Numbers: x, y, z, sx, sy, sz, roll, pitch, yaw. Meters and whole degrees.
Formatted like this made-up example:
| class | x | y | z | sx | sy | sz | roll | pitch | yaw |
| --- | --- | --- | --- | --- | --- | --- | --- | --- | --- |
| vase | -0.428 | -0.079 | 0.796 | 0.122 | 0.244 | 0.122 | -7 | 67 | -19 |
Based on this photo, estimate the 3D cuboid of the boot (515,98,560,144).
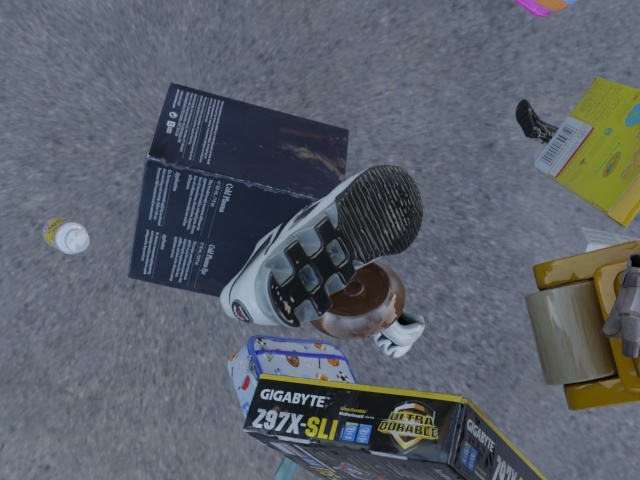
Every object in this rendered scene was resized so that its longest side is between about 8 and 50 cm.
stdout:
| class | x | y | z | sx | sy | sz | roll | pitch | yaw |
| --- | --- | --- | --- | --- | --- | --- | --- | --- | --- |
| boot | 0.499 | -0.259 | 1.850 | 0.099 | 0.121 | 0.045 | 14 | 135 | -23 |

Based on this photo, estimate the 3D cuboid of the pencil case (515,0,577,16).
| class | x | y | z | sx | sy | sz | roll | pitch | yaw |
| --- | --- | --- | --- | --- | --- | --- | --- | --- | --- |
| pencil case | 0.094 | -0.244 | 0.577 | 0.236 | 0.104 | 0.104 | 22 | 93 | -15 |

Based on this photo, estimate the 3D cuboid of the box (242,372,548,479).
| class | x | y | z | sx | sy | sz | roll | pitch | yaw |
| --- | --- | --- | --- | --- | --- | --- | --- | --- | --- |
| box | 0.103 | 0.260 | 0.970 | 0.322 | 0.257 | 0.079 | 46 | 55 | -46 |

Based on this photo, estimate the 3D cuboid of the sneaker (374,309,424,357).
| class | x | y | z | sx | sy | sz | roll | pitch | yaw |
| --- | --- | --- | --- | --- | --- | --- | --- | --- | --- |
| sneaker | 0.109 | 0.144 | 1.877 | 0.292 | 0.110 | 0.118 | 33 | 133 | -8 |

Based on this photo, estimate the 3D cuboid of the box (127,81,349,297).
| class | x | y | z | sx | sy | sz | roll | pitch | yaw |
| --- | --- | --- | --- | --- | --- | --- | --- | --- | --- |
| box | -0.149 | -0.059 | 1.427 | 0.313 | 0.343 | 0.178 | 15 | 51 | -9 |

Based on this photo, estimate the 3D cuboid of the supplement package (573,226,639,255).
| class | x | y | z | sx | sy | sz | roll | pitch | yaw |
| --- | --- | --- | --- | --- | --- | --- | --- | --- | --- |
| supplement package | 0.598 | 0.093 | 1.703 | 0.149 | 0.203 | 0.194 | 12 | 103 | 11 |

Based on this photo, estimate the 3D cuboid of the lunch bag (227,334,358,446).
| class | x | y | z | sx | sy | sz | roll | pitch | yaw |
| --- | --- | --- | --- | --- | --- | --- | --- | --- | --- |
| lunch bag | -0.049 | 0.312 | 1.743 | 0.303 | 0.243 | 0.115 | 14 | 132 | -43 |

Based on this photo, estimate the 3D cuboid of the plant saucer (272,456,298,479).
| class | x | y | z | sx | sy | sz | roll | pitch | yaw |
| --- | --- | --- | --- | --- | --- | --- | --- | --- | --- |
| plant saucer | -0.041 | 0.321 | 1.218 | 0.021 | 0.119 | 0.119 | 30 | 91 | 2 |

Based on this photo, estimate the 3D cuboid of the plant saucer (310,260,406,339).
| class | x | y | z | sx | sy | sz | roll | pitch | yaw |
| --- | --- | --- | --- | --- | --- | --- | --- | --- | --- |
| plant saucer | 0.063 | 0.099 | 1.562 | 0.199 | 0.198 | 0.036 | -17 | 137 | -7 |

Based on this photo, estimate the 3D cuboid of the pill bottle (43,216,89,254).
| class | x | y | z | sx | sy | sz | roll | pitch | yaw |
| --- | --- | --- | --- | --- | --- | --- | --- | --- | --- |
| pill bottle | -0.337 | -0.005 | 1.095 | 0.043 | 0.083 | 0.043 | -7 | 103 | -35 |

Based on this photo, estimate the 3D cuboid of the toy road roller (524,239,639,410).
| class | x | y | z | sx | sy | sz | roll | pitch | yaw |
| --- | --- | --- | --- | --- | --- | --- | --- | --- | --- |
| toy road roller | 0.402 | 0.099 | 1.014 | 0.330 | 0.241 | 0.202 | -17 | 81 | 33 |

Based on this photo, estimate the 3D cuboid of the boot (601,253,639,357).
| class | x | y | z | sx | sy | sz | roll | pitch | yaw |
| --- | --- | --- | --- | --- | --- | --- | --- | --- | --- |
| boot | 0.290 | 0.055 | 0.760 | 0.042 | 0.118 | 0.086 | 6 | 101 | 9 |

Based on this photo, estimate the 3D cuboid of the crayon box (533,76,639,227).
| class | x | y | z | sx | sy | sz | roll | pitch | yaw |
| --- | --- | --- | --- | --- | --- | --- | --- | --- | --- |
| crayon box | 0.496 | -0.150 | 1.370 | 0.081 | 0.318 | 0.202 | 31 | 103 | -15 |

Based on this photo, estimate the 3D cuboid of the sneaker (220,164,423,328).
| class | x | y | z | sx | sy | sz | roll | pitch | yaw |
| --- | --- | --- | --- | --- | --- | --- | --- | --- | --- |
| sneaker | 0.000 | 0.000 | 1.050 | 0.331 | 0.146 | 0.122 | -33 | 105 | -40 |
